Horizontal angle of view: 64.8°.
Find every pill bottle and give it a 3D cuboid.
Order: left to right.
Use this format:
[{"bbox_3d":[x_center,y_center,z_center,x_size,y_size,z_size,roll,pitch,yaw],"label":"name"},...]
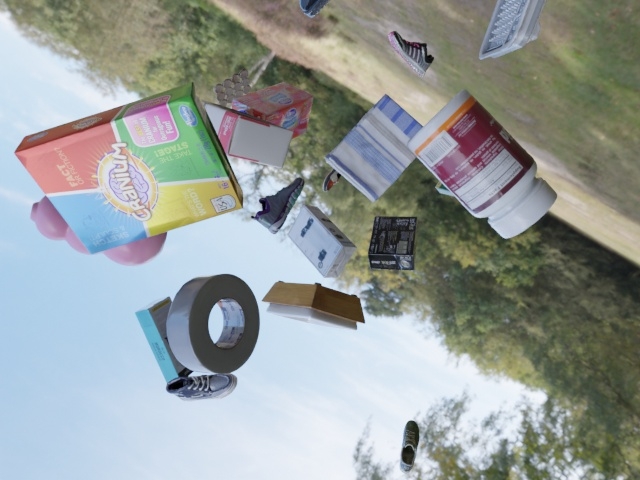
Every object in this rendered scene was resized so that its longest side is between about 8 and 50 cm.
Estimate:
[{"bbox_3d":[0.455,-0.209,1.418,0.392,0.224,0.224,46,-166,-2],"label":"pill bottle"}]

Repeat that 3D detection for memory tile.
[{"bbox_3d":[-0.322,-0.557,1.852,0.012,0.148,0.113,48,163,24],"label":"memory tile"}]

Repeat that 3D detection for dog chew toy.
[{"bbox_3d":[-0.590,-0.045,1.356,0.332,0.206,0.206,11,-158,-27],"label":"dog chew toy"}]

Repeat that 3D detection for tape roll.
[{"bbox_3d":[-0.233,0.185,1.126,0.072,0.219,0.219,-7,169,34],"label":"tape roll"}]

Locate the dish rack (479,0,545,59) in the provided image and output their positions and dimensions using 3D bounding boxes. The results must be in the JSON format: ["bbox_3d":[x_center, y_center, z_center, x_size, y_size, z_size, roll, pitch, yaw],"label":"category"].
[{"bbox_3d":[0.554,-0.646,1.389,0.073,0.285,0.333,16,-167,-3],"label":"dish rack"}]

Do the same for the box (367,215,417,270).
[{"bbox_3d":[0.244,0.007,1.679,0.148,0.077,0.180,1,-134,15],"label":"box"}]

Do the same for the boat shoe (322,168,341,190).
[{"bbox_3d":[0.056,-0.241,1.915,0.043,0.137,0.049,25,162,24],"label":"boat shoe"}]

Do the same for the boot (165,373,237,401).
[{"bbox_3d":[-0.325,0.397,1.373,0.086,0.190,0.069,46,-150,-49],"label":"boot"}]

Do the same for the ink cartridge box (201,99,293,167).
[{"bbox_3d":[-0.253,-0.319,1.475,0.207,0.117,0.283,4,-161,-47],"label":"ink cartridge box"}]

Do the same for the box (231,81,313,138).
[{"bbox_3d":[-0.168,-0.433,1.759,0.142,0.154,0.300,28,-143,18],"label":"box"}]

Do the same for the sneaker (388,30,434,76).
[{"bbox_3d":[0.269,-0.559,1.471,0.170,0.075,0.063,36,-160,-30],"label":"sneaker"}]

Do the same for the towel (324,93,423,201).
[{"bbox_3d":[0.180,-0.283,1.543,0.209,0.285,0.034,43,180,0],"label":"towel"}]

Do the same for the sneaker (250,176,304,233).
[{"bbox_3d":[-0.124,-0.127,1.510,0.098,0.083,0.223,32,-128,-9],"label":"sneaker"}]

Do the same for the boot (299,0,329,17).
[{"bbox_3d":[-0.105,-0.895,1.407,0.445,0.367,0.146,25,-132,-24],"label":"boot"}]

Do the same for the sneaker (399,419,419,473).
[{"bbox_3d":[0.333,0.755,1.864,0.064,0.192,0.086,11,148,10],"label":"sneaker"}]

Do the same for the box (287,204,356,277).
[{"bbox_3d":[0.000,0.000,2.084,0.087,0.169,0.290,2,-145,-47],"label":"box"}]

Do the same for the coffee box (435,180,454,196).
[{"bbox_3d":[0.488,-0.198,1.704,0.040,0.113,0.184,35,175,-38],"label":"coffee box"}]

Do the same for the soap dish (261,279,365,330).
[{"bbox_3d":[-0.024,0.212,1.667,0.229,0.118,0.291,21,166,-35],"label":"soap dish"}]

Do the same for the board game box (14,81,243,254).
[{"bbox_3d":[-0.331,-0.121,0.921,0.064,0.317,0.242,-102,-7,-51],"label":"board game box"}]

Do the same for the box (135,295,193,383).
[{"bbox_3d":[-0.457,0.300,1.517,0.100,0.060,0.244,-37,-71,-61],"label":"box"}]
